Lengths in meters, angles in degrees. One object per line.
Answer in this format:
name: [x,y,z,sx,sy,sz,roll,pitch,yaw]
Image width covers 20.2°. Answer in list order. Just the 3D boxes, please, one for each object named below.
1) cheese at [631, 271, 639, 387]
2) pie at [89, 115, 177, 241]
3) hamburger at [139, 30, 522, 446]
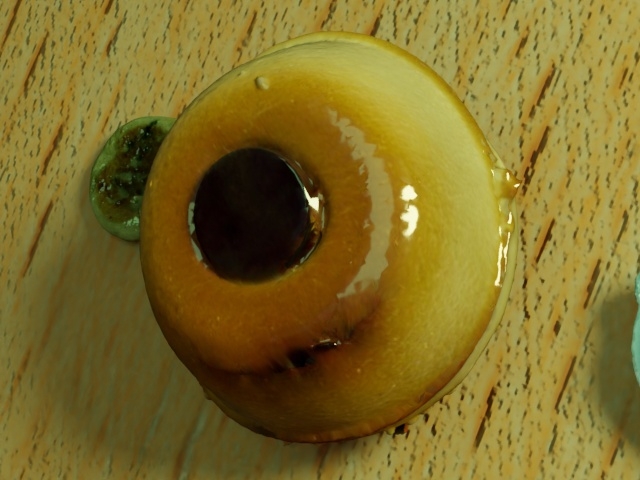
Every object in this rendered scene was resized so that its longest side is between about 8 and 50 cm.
cheese: [0.242,0.097,0.867,0.106,0.037,0.256,-42,62,9]
pie: [-0.113,-0.039,1.141,0.085,0.017,0.085,-12,65,27]
hamburger: [0.004,0.000,0.982,0.237,0.147,0.236,-5,81,31]
